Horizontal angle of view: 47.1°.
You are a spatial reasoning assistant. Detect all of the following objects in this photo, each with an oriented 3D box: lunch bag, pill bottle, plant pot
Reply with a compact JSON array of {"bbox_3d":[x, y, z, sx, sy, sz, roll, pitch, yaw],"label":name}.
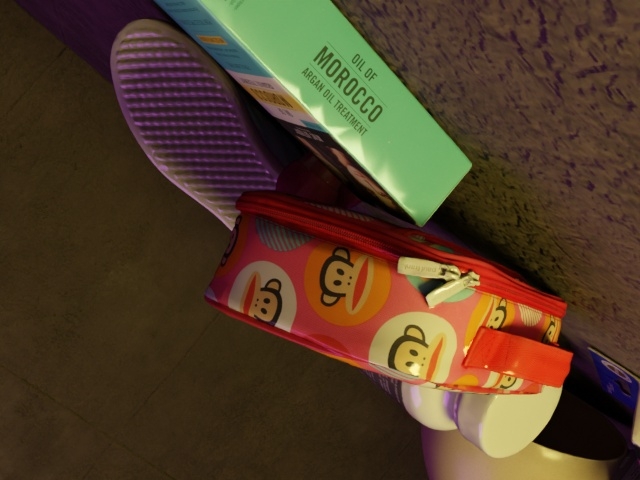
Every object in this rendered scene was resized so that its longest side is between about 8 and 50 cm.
[{"bbox_3d":[0.079,0.058,0.612,0.258,0.120,0.293,18,179,35],"label":"lunch bag"},{"bbox_3d":[0.137,0.124,0.923,0.176,0.176,0.318,43,175,-41],"label":"pill bottle"},{"bbox_3d":[0.260,0.312,1.053,0.284,0.191,0.284,19,-168,-4],"label":"plant pot"}]

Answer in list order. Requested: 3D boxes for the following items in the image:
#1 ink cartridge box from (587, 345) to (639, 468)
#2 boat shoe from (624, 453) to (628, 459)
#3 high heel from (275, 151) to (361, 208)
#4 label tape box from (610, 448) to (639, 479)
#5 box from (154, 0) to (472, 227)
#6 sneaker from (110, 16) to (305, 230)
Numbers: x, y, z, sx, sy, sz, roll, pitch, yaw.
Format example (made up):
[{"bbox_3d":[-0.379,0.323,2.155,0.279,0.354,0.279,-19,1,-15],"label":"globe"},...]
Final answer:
[{"bbox_3d":[0.413,0.251,0.709,0.371,0.069,0.176,39,177,35],"label":"ink cartridge box"},{"bbox_3d":[0.601,0.482,1.295,0.335,0.112,0.095,45,-167,-7],"label":"boat shoe"},{"bbox_3d":[-0.005,-0.043,0.791,0.082,0.117,0.244,39,176,0],"label":"high heel"},{"bbox_3d":[0.505,0.379,0.922,0.240,0.106,0.334,38,174,18],"label":"label tape box"},{"bbox_3d":[-0.011,-0.113,0.489,0.244,0.060,0.100,42,175,-29],"label":"box"},{"bbox_3d":[-0.110,-0.115,0.905,0.366,0.135,0.150,54,-165,-19],"label":"sneaker"}]
